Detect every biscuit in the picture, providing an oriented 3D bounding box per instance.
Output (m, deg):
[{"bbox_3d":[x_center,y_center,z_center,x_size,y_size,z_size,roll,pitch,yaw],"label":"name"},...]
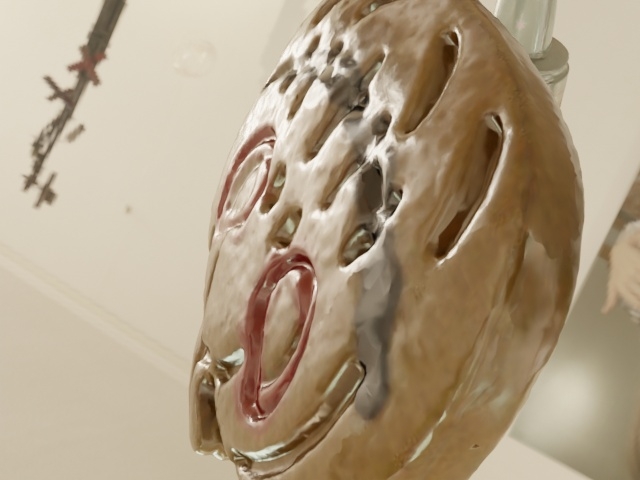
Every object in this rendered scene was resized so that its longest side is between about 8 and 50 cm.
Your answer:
[{"bbox_3d":[-0.001,-0.001,0.509,0.063,0.314,0.367,23,-153,-27],"label":"biscuit"}]

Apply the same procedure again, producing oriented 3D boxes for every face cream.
[{"bbox_3d":[0.176,-0.148,0.817,0.101,0.252,0.101,2,-141,-2],"label":"face cream"}]
